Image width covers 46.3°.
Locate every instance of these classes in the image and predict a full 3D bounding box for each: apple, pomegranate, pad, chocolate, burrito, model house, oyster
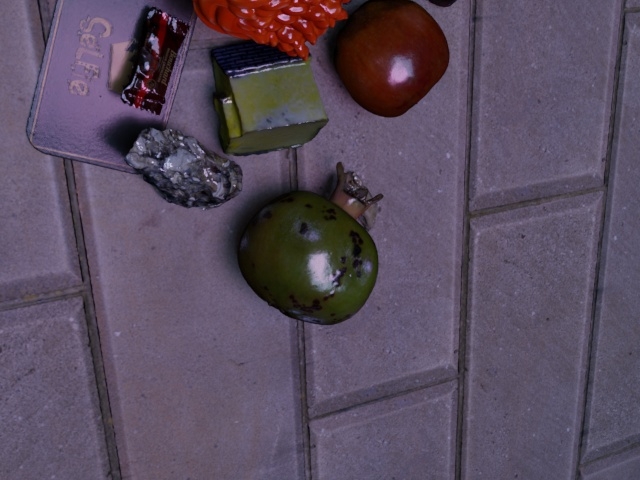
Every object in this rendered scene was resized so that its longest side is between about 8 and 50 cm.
[{"bbox_3d":[0.135,-0.365,1.478,0.230,0.230,0.230,-9,111,-23],"label":"apple"},{"bbox_3d":[0.004,0.014,1.496,0.323,0.291,0.291,-40,121,4],"label":"pomegranate"},{"bbox_3d":[-0.389,-0.313,1.319,0.315,0.063,0.375,11,102,-29],"label":"pad"},{"bbox_3d":[-0.296,-0.319,1.342,0.086,0.028,0.182,21,84,-33],"label":"chocolate"},{"bbox_3d":[0.092,-0.087,1.647,0.055,0.041,0.149,-31,123,1],"label":"burrito"},{"bbox_3d":[-0.115,-0.288,1.442,0.194,0.170,0.211,-14,85,-14],"label":"model house"},{"bbox_3d":[-0.249,-0.133,1.416,0.199,0.087,0.252,-22,147,-9],"label":"oyster"}]

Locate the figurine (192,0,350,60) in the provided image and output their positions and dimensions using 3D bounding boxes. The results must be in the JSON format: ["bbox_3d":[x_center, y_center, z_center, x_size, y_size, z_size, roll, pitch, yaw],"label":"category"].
[{"bbox_3d":[-0.049,-0.503,1.304,0.412,0.241,0.306,-56,146,-21],"label":"figurine"}]

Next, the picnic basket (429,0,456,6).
[{"bbox_3d":[0.278,-0.634,1.496,0.222,0.129,0.297,22,96,-29],"label":"picnic basket"}]
